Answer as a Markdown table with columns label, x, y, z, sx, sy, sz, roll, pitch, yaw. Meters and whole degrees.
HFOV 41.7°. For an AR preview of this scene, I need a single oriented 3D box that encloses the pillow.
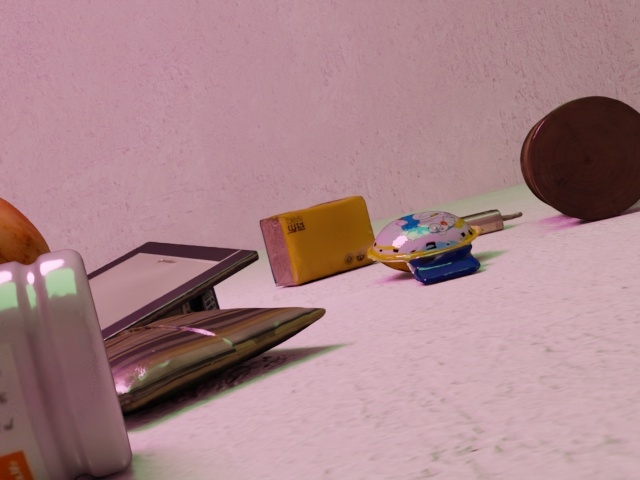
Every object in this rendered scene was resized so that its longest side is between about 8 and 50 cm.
| label | x | y | z | sx | sy | sz | roll | pitch | yaw |
| --- | --- | --- | --- | --- | --- | --- | --- | --- | --- |
| pillow | -0.136 | 0.098 | 0.716 | 0.208 | 0.052 | 0.212 | -21 | 6 | -43 |

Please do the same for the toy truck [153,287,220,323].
| label | x | y | z | sx | sy | sz | roll | pitch | yaw |
| --- | --- | --- | --- | --- | --- | --- | --- | --- | --- |
| toy truck | -0.216 | 0.100 | 0.999 | 0.201 | 0.074 | 0.088 | -12 | 12 | 16 |

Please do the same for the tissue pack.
| label | x | y | z | sx | sy | sz | roll | pitch | yaw |
| --- | --- | --- | --- | --- | --- | --- | --- | --- | --- |
| tissue pack | 0.000 | 0.000 | 1.382 | 0.169 | 0.120 | 0.082 | -14 | 1 | -30 |

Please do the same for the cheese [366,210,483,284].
| label | x | y | z | sx | sy | sz | roll | pitch | yaw |
| --- | --- | --- | --- | --- | --- | --- | --- | --- | --- |
| cheese | 0.140 | 0.009 | 1.070 | 0.156 | 0.064 | 0.250 | -15 | 15 | -3 |

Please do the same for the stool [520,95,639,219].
| label | x | y | z | sx | sy | sz | roll | pitch | yaw |
| --- | --- | --- | --- | --- | --- | --- | --- | --- | --- |
| stool | 0.410 | -0.128 | 1.320 | 0.179 | 0.179 | 0.264 | -13 | 3 | 11 |

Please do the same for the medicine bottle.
| label | x | y | z | sx | sy | sz | roll | pitch | yaw |
| --- | --- | --- | --- | --- | --- | --- | --- | --- | --- |
| medicine bottle | -0.237 | 0.094 | 0.445 | 0.249 | 0.133 | 0.133 | -13 | 2 | -16 |

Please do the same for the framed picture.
| label | x | y | z | sx | sy | sz | roll | pitch | yaw |
| --- | --- | --- | --- | --- | --- | --- | --- | --- | --- |
| framed picture | -0.270 | 0.084 | 0.945 | 0.347 | 0.016 | 0.265 | -32 | 21 | -34 |

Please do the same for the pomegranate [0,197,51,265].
| label | x | y | z | sx | sy | sz | roll | pitch | yaw |
| --- | --- | --- | --- | --- | --- | --- | --- | --- | --- |
| pomegranate | -0.464 | 0.064 | 1.097 | 0.229 | 0.252 | 0.270 | 19 | -21 | 34 |

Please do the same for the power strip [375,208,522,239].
| label | x | y | z | sx | sy | sz | roll | pitch | yaw |
| --- | --- | --- | --- | --- | --- | --- | --- | --- | --- |
| power strip | 0.224 | -0.016 | 1.476 | 0.267 | 0.034 | 0.092 | -14 | 2 | 2 |
